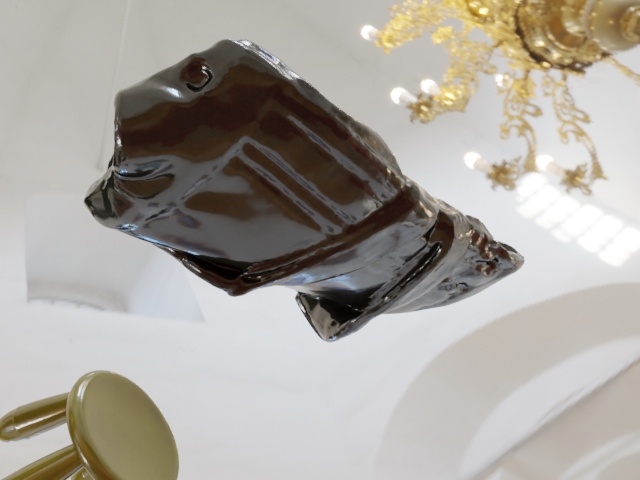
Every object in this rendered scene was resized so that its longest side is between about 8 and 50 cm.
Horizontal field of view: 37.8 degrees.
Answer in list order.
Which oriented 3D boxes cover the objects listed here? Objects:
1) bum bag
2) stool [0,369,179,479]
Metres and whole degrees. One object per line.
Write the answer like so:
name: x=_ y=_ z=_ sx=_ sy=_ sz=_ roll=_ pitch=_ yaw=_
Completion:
bum bag: x=0.000 y=0.000 z=0.498 sx=0.142 sy=0.079 sz=0.326 roll=-23 pitch=-28 yaw=25
stool: x=-0.183 y=0.171 z=0.711 sx=0.110 sy=0.134 sz=0.135 roll=-35 pitch=-104 yaw=16
